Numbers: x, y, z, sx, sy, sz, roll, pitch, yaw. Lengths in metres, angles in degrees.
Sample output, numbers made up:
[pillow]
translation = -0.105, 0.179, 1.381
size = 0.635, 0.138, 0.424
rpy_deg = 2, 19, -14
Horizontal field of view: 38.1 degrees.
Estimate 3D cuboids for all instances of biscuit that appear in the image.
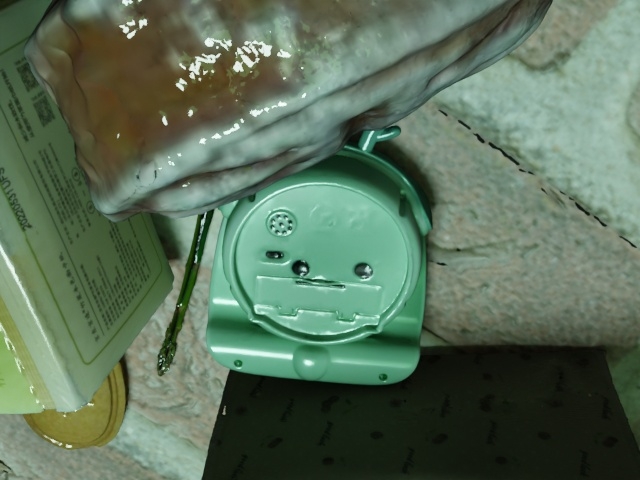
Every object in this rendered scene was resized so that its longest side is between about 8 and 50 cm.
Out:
[biscuit]
translation = -0.214, 0.112, 0.743
size = 0.118, 0.023, 0.140
rpy_deg = -5, 118, 5

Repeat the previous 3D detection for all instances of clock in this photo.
[clock]
translation = 0.000, 0.000, 0.651
size = 0.159, 0.066, 0.210
rpy_deg = 4, 117, 0

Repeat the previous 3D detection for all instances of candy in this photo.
[candy]
translation = -0.011, -0.123, 0.496
size = 0.290, 0.214, 0.157
rpy_deg = -28, 98, -2

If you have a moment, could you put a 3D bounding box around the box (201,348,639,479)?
[box]
translation = 0.080, 0.221, 0.694
size = 0.297, 0.190, 0.225
rpy_deg = -3, 116, 4

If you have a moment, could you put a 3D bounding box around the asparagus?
[asparagus]
translation = -0.103, 0.039, 0.705
size = 0.013, 0.016, 0.166
rpy_deg = -1, 122, -35

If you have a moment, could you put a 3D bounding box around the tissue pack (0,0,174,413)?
[tissue pack]
translation = -0.203, -0.029, 0.587
size = 0.125, 0.159, 0.234
rpy_deg = -7, 118, 19
